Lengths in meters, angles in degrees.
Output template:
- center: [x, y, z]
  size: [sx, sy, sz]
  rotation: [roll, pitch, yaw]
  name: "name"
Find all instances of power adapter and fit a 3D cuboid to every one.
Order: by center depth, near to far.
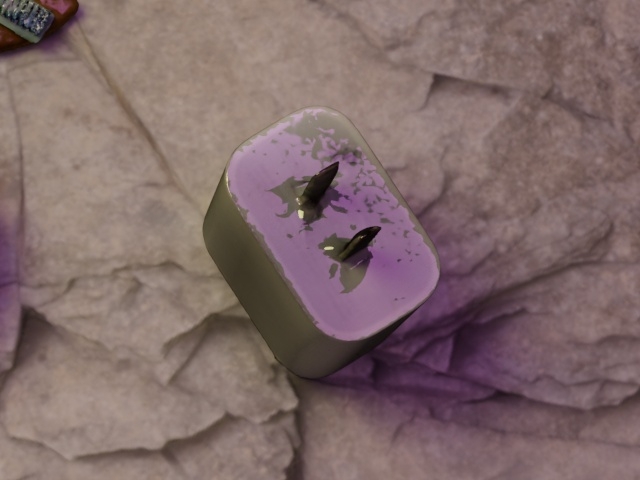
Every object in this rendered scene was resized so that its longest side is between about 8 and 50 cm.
- center: [0.000, 0.000, 1.577]
  size: [0.124, 0.255, 0.187]
  rotation: [-33, 84, -14]
  name: "power adapter"

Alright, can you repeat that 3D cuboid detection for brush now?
- center: [-0.307, -0.223, 1.640]
  size: [0.178, 0.030, 0.033]
  rotation: [30, 84, -15]
  name: "brush"

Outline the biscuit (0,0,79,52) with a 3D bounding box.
- center: [-0.326, -0.256, 1.669]
  size: [0.176, 0.031, 0.228]
  rotation: [-35, 95, -22]
  name: "biscuit"
